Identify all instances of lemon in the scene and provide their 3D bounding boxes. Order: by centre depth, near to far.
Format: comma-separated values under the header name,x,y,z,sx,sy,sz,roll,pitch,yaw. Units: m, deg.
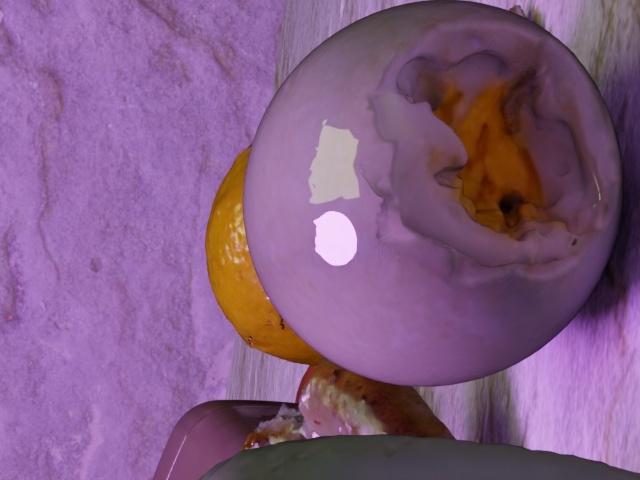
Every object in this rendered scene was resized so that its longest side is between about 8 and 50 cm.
name,x,y,z,sx,sy,sz,roll,pitch,yaw
lemon,0.001,-0.002,1.756,0.284,0.260,0.260,114,161,-62

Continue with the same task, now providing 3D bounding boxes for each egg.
name,x,y,z,sx,sy,sz,roll,pitch,yaw
egg,0.076,-0.028,1.234,0.336,0.278,0.278,143,135,-71

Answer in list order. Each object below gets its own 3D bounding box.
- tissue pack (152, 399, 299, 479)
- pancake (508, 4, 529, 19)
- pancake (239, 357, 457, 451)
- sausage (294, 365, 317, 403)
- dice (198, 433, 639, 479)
name,x,y,z,sx,sy,sz,roll,pitch,yaw
tissue pack,-0.061,0.355,1.688,0.277,0.267,0.387,31,112,63
pancake,0.156,-0.100,1.488,0.266,0.057,0.244,113,164,-58
pancake,0.034,0.289,1.373,0.305,0.067,0.427,-18,64,36
sausage,0.015,0.184,2.020,0.089,0.089,0.179,120,160,-65
dice,0.060,0.303,0.931,0.330,0.318,0.322,120,158,-63
